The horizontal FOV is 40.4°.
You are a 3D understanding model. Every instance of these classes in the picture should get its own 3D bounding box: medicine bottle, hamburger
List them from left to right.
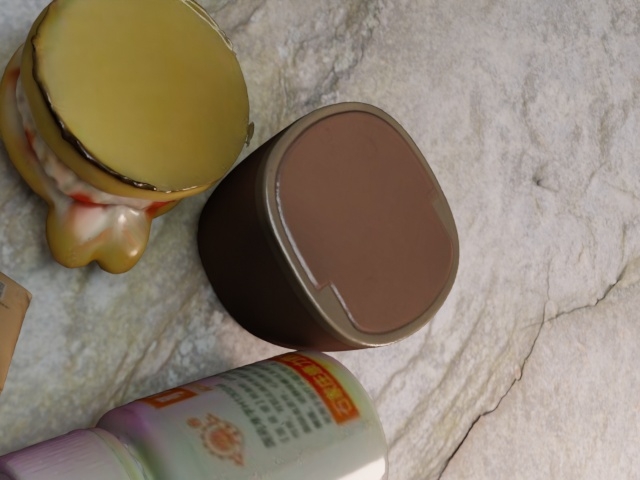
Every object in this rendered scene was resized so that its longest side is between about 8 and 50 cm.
[{"bbox_3d":[-0.224,-0.124,0.977,0.261,0.186,0.302,0,67,-39],"label":"hamburger"},{"bbox_3d":[-0.132,0.264,0.919,0.388,0.219,0.219,-14,86,-39],"label":"medicine bottle"}]

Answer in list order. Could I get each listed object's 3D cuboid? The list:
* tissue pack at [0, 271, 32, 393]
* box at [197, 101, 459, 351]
[{"bbox_3d":[-0.451,0.080,0.758,0.305,0.238,0.238,39,57,-23],"label":"tissue pack"},{"bbox_3d":[0.000,0.000,1.098,0.301,0.216,0.301,12,69,-33],"label":"box"}]
